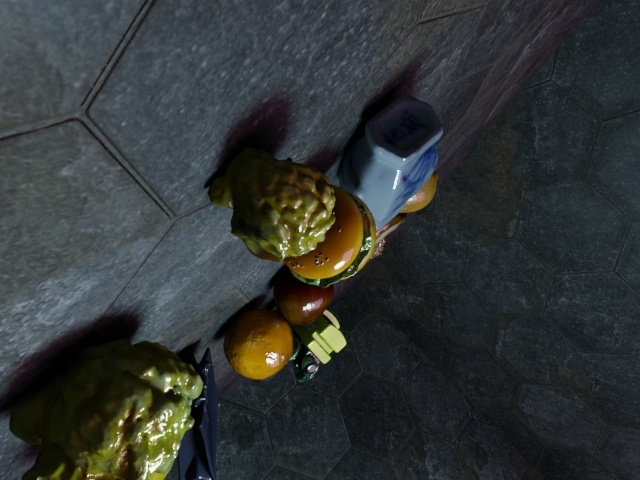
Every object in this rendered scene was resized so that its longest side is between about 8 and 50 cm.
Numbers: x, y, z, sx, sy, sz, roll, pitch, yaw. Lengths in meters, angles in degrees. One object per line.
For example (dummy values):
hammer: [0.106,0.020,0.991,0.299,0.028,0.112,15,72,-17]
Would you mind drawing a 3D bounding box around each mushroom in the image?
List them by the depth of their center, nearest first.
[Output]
mushroom: [0.223,-0.060,1.939,0.278,0.163,0.297,-58,165,21]

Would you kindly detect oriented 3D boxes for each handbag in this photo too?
handbag: [-0.387,0.538,1.491,0.122,0.303,0.329,-2,123,-7]

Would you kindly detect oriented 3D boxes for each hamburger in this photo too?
hamburger: [0.003,-0.017,1.106,0.246,0.246,0.170,-47,154,14]

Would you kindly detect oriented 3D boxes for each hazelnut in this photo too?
hazelnut: [-0.055,0.189,1.702,0.217,0.217,0.251,-45,-171,7]

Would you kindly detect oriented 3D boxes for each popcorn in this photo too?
popcorn: [-0.073,-0.065,0.820,0.169,0.189,0.218,-46,165,-31]
popcorn: [-0.381,0.331,0.924,0.279,0.274,0.335,-46,169,0]

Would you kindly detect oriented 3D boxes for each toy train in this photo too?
toy train: [-0.075,0.357,1.929,0.272,0.179,0.442,-42,-149,-7]

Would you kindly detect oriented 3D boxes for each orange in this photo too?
orange: [-0.217,0.364,1.695,0.246,0.246,0.246,-42,169,-10]

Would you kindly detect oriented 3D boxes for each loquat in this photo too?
loquat: [0.264,-0.181,1.544,0.234,0.187,0.176,-11,166,-6]

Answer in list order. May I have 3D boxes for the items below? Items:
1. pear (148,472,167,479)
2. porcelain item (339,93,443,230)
pear: [-0.527,0.525,1.238,0.336,0.285,0.285,11,-142,46]
porcelain item: [0.168,-0.181,1.236,0.242,0.178,0.405,-40,166,-18]
